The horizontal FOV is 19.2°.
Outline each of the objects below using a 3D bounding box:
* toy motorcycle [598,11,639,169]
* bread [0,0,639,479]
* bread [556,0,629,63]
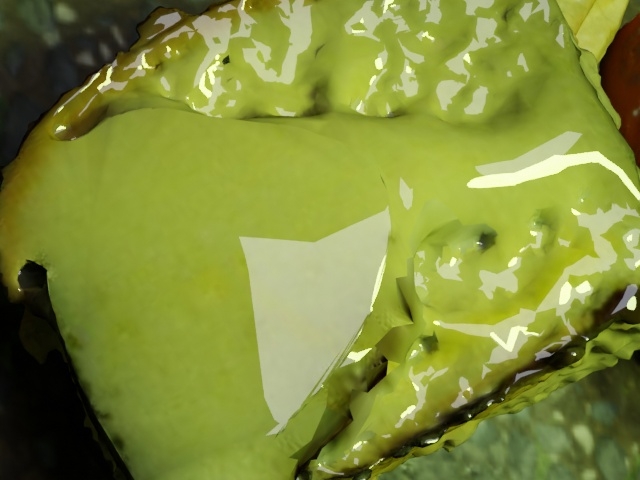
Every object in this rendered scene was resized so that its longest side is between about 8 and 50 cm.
[{"bbox_3d":[0.254,-0.045,0.977,0.221,0.148,0.325,55,42,0],"label":"toy motorcycle"},{"bbox_3d":[0.000,0.000,0.753,0.262,0.162,0.204,-21,85,-19],"label":"bread"},{"bbox_3d":[0.076,-0.180,0.929,0.210,0.099,0.235,45,50,-12],"label":"bread"}]
